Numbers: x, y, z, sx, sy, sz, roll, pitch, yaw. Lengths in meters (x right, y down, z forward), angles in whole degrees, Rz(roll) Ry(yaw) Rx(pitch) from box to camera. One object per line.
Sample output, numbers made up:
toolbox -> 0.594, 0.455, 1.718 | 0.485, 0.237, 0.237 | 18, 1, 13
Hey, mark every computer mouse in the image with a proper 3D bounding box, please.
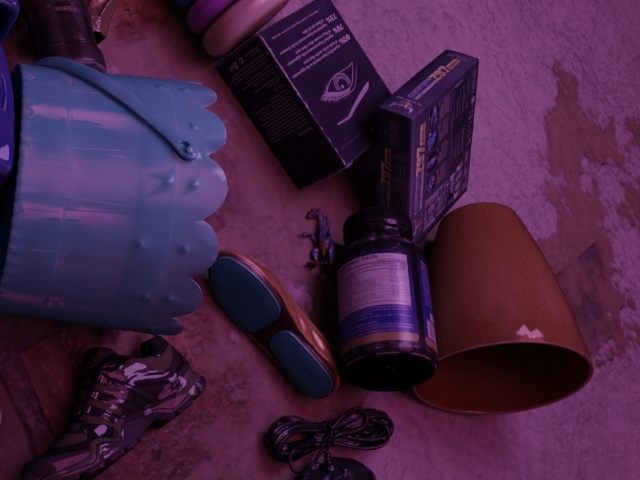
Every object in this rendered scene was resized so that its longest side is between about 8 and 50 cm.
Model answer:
computer mouse -> 0.031, 0.348, 1.073 | 0.188, 0.072, 0.272 | 1, 63, -35

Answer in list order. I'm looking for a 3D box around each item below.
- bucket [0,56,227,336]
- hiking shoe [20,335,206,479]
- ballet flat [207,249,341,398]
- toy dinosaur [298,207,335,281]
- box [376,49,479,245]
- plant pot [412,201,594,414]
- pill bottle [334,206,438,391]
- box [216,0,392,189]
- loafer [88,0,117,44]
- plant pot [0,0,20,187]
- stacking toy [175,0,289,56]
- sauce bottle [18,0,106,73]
bucket -> -0.224, -0.043, 0.870 | 0.183, 0.281, 0.281 | 7, 72, -27
hiking shoe -> -0.233, 0.176, 0.925 | 0.114, 0.086, 0.227 | 52, 45, 5
ballet flat -> -0.056, 0.097, 1.090 | 0.232, 0.080, 0.073 | 54, 24, -14
toy dinosaur -> 0.000, 0.000, 1.184 | 0.090, 0.047, 0.082 | 62, 31, -49
box -> 0.147, -0.122, 1.221 | 0.183, 0.059, 0.232 | -45, 145, -37
plant pot -> 0.236, 0.081, 1.223 | 0.237, 0.237, 0.254 | 20, 52, -31
pill bottle -> 0.081, 0.071, 1.124 | 0.123, 0.123, 0.219 | 21, 51, -31
box -> -0.009, -0.199, 1.179 | 0.153, 0.108, 0.207 | -41, 102, -38
loafer -> -0.272, -0.260, 1.038 | 0.050, 0.056, 0.148 | 44, 65, -19
plant pot -> -0.409, -0.138, 0.785 | 0.236, 0.236, 0.212 | 15, 62, -32
stacking toy -> -0.186, -0.400, 1.101 | 0.330, 0.141, 0.141 | 50, 53, -8
sauce bottle -> -0.311, -0.326, 0.964 | 0.111, 0.111, 0.344 | -7, 73, -38
